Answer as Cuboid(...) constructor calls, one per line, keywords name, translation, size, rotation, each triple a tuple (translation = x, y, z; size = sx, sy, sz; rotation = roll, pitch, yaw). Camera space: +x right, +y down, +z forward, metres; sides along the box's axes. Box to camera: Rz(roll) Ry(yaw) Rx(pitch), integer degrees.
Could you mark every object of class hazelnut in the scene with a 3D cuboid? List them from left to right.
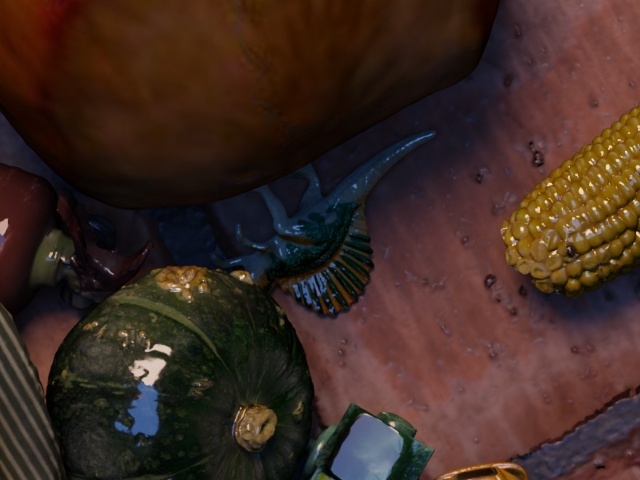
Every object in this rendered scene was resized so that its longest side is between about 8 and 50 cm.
Cuboid(name="hazelnut", translation=(-0.065, -0.202, 1.176), size=(0.365, 0.366, 0.366), rotation=(0, 85, 4))

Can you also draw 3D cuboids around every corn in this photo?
Cuboid(name="corn", translation=(0.249, -0.061, 1.240), size=(0.293, 0.106, 0.106), rotation=(-39, 83, 2))

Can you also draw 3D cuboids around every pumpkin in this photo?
Cuboid(name="pumpkin", translation=(-0.087, 0.107, 1.207), size=(0.146, 0.190, 0.190), rotation=(-9, 84, 28))

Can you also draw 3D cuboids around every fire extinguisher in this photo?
Cuboid(name="fire extinguisher", translation=(-0.267, -0.025, 1.249), size=(0.337, 0.147, 0.107), rotation=(16, 67, 6))

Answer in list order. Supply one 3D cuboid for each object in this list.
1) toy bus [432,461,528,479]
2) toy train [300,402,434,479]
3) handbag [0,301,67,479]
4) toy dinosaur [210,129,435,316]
Cuboid(name="toy bus", translation=(0.116, 0.228, 1.234), size=(0.069, 0.074, 0.162), rotation=(-11, 85, 4))
Cuboid(name="toy train", translation=(-0.001, 0.199, 1.218), size=(0.083, 0.132, 0.200), rotation=(28, 85, 7))
Cuboid(name="handbag", translation=(-0.291, 0.185, 1.117), size=(0.247, 0.341, 0.240), rotation=(11, 41, 9))
Cuboid(name="toy dinosaur", translation=(0.000, -0.001, 1.285), size=(0.187, 0.044, 0.106), rotation=(-16, 97, -10))
